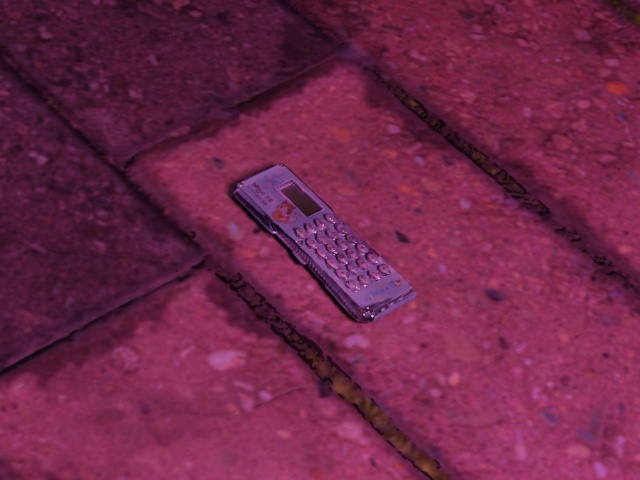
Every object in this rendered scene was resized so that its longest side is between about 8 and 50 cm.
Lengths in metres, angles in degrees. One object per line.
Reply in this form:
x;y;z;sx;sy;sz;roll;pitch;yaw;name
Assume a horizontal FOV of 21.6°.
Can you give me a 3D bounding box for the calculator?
0.000;0.000;1.301;0.057;0.018;0.172;-25;53;-29;calculator
